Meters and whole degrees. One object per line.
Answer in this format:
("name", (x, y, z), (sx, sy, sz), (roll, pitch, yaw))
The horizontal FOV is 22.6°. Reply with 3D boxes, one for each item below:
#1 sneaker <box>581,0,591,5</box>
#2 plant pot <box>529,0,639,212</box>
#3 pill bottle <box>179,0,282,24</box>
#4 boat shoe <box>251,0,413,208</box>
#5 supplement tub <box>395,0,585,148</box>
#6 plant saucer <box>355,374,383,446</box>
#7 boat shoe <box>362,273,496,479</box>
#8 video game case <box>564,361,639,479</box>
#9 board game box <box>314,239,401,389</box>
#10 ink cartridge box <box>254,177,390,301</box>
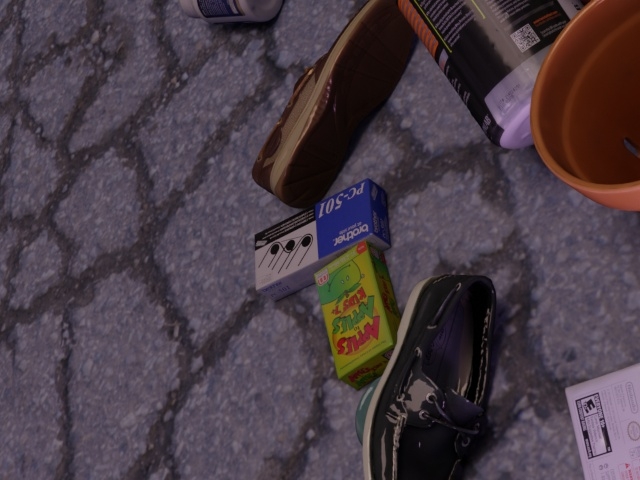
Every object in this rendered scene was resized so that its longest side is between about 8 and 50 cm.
("sneaker", (0.267, -0.260, 2.153), (0.221, 0.087, 0.128), (-10, 76, 37))
("plant pot", (0.412, -0.138, 1.818), (0.291, 0.203, 0.291), (-24, 49, 30))
("pill bottle", (-0.149, -0.399, 2.603), (0.169, 0.094, 0.094), (4, 67, 44))
("boat shoe", (0.009, -0.215, 2.318), (0.123, 0.123, 0.342), (29, 92, 48))
("supplement tub", (0.218, -0.289, 2.023), (0.193, 0.193, 0.316), (-38, 73, 19))
("plant saucer", (0.087, 0.214, 2.028), (0.119, 0.021, 0.119), (-24, 49, 31))
("boat shoe", (0.147, 0.187, 1.912), (0.113, 0.127, 0.340), (-21, 41, 48))
("video game case", (0.395, 0.245, 1.645), (0.244, 0.061, 0.269), (-24, 64, 32))
("board game box", (0.054, 0.097, 2.120), (0.092, 0.043, 0.181), (-34, 45, 22))
("ink cartridge box", (0.000, 0.000, 2.234), (0.207, 0.046, 0.097), (-26, 49, 29))
